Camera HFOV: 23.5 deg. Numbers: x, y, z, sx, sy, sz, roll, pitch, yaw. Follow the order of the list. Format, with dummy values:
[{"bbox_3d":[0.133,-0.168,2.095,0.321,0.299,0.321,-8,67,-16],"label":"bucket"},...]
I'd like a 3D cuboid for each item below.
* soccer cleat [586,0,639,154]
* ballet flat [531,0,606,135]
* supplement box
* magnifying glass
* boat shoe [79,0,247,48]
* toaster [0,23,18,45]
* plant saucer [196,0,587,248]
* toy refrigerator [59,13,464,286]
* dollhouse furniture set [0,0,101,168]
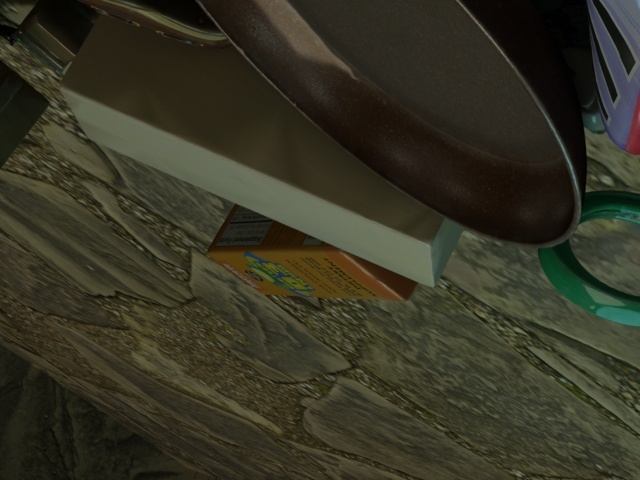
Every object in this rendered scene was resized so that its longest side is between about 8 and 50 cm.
[{"bbox_3d":[0.137,-0.127,0.641,0.095,0.083,0.248,40,163,23],"label":"soccer cleat"},{"bbox_3d":[0.165,-0.079,0.773,0.188,0.070,0.070,17,161,34],"label":"ballet flat"},{"bbox_3d":[0.000,0.000,1.256,0.078,0.080,0.233,37,163,-24],"label":"supplement box"},{"bbox_3d":[0.234,0.015,0.855,0.231,0.092,0.026,7,133,-9],"label":"magnifying glass"},{"bbox_3d":[-0.128,-0.167,0.971,0.178,0.064,0.060,25,162,0],"label":"boat shoe"},{"bbox_3d":[-0.358,-0.142,1.207,0.185,0.168,0.110,31,119,0],"label":"toaster"},{"bbox_3d":[0.024,-0.118,0.805,0.310,0.050,0.310,39,168,10],"label":"plant saucer"},{"bbox_3d":[-0.026,-0.074,1.024,0.269,0.102,0.094,23,163,14],"label":"toy refrigerator"},{"bbox_3d":[-0.311,-0.142,1.074,0.242,0.212,0.161,41,159,-20],"label":"dollhouse furniture set"}]
